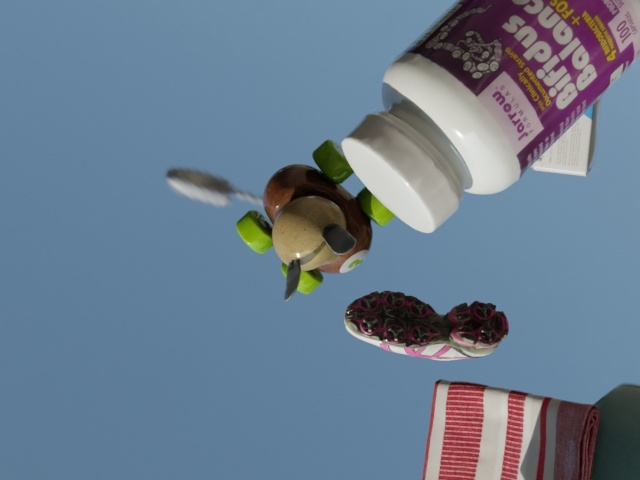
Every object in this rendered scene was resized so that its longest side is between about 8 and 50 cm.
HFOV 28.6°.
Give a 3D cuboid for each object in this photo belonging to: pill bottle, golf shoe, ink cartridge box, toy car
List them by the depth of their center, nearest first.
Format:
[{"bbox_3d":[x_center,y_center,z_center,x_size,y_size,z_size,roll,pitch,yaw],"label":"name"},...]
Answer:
[{"bbox_3d":[0.168,-0.153,1.227,0.169,0.169,0.301,44,-101,7],"label":"pill bottle"},{"bbox_3d":[0.112,0.106,1.404,0.186,0.086,0.067,8,-122,-13],"label":"golf shoe"},{"bbox_3d":[0.000,0.000,1.422,0.149,0.155,0.188,43,-165,-19],"label":"toy car"},{"bbox_3d":[0.224,-0.158,1.451,0.191,0.139,0.082,8,-164,19],"label":"ink cartridge box"}]

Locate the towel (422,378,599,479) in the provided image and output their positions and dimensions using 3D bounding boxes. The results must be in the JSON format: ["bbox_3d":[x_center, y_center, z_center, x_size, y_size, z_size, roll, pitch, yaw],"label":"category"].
[{"bbox_3d":[0.271,0.341,1.893,0.037,0.329,0.237,12,-95,-37],"label":"towel"}]

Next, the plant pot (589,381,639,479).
[{"bbox_3d":[0.469,0.326,1.868,0.195,0.290,0.290,50,-143,17],"label":"plant pot"}]
